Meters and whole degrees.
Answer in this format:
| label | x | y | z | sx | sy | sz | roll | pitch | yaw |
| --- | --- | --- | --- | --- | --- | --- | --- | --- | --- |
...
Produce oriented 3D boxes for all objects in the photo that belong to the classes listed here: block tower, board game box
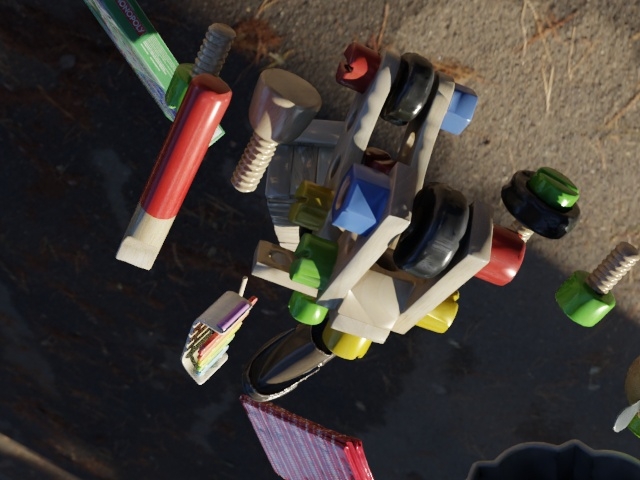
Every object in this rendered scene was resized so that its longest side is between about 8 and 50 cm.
| label | x | y | z | sx | sy | sz | roll | pitch | yaw |
| --- | --- | --- | --- | --- | --- | --- | --- | --- | --- |
| block tower | -0.012 | -0.049 | 1.034 | 0.091 | 0.097 | 0.335 | 4 | 162 | 4 |
| board game box | -0.299 | -0.318 | 1.315 | 0.213 | 0.046 | 0.317 | 40 | 166 | 52 |

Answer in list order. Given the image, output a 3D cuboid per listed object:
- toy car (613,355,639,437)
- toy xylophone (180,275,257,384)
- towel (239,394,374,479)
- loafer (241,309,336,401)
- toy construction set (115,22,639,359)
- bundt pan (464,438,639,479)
| label | x | y | z | sx | sy | sz | roll | pitch | yaw |
| --- | --- | --- | --- | --- | --- | --- | --- | --- | --- |
| toy car | 0.385 | 0.167 | 0.816 | 0.188 | 0.149 | 0.155 | 17 | 110 | -43 |
| toy xylophone | -0.246 | 0.219 | 1.925 | 0.081 | 0.236 | 0.323 | 39 | 151 | 8 |
| towel | -0.012 | 0.361 | 1.279 | 0.275 | 0.031 | 0.199 | 11 | 130 | 46 |
| loafer | -0.022 | 0.154 | 1.130 | 0.080 | 0.220 | 0.078 | 53 | 170 | 8 |
| toy construction set | 0.000 | 0.000 | 0.565 | 0.309 | 0.257 | 0.237 | 7 | 130 | -35 |
| bundt pan | 0.281 | 0.398 | 0.865 | 0.331 | 0.331 | 0.124 | 6 | 136 | 21 |
